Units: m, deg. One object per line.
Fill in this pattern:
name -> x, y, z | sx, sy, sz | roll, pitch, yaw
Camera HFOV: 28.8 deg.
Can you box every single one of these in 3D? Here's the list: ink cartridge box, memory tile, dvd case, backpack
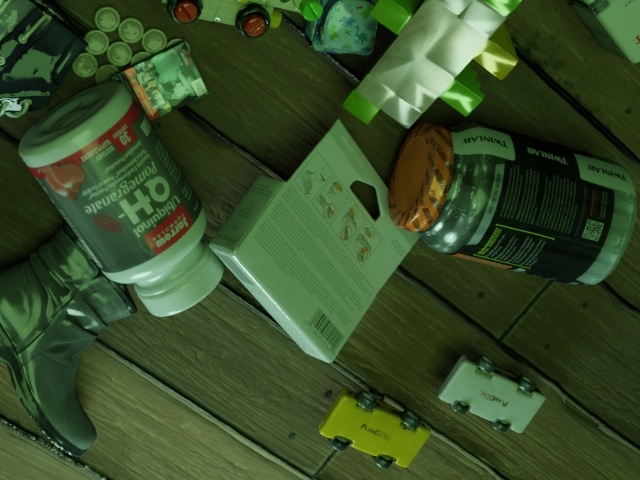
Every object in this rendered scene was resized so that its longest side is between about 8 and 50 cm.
ink cartridge box -> 0.000, 0.000, 1.887 | 0.261, 0.066, 0.296 | -54, 133, -17
memory tile -> -0.271, -0.261, 1.784 | 0.148, 0.012, 0.113 | 22, 105, -22
dvd case -> -0.232, -0.225, 1.794 | 0.119, 0.013, 0.087 | -26, 116, -1
backpack -> 0.038, -0.326, 1.794 | 0.105, 0.084, 0.114 | 4, 108, -18
ink cartridge box -> 0.442, -0.428, 1.835 | 0.197, 0.114, 0.273 | -42, 114, 4

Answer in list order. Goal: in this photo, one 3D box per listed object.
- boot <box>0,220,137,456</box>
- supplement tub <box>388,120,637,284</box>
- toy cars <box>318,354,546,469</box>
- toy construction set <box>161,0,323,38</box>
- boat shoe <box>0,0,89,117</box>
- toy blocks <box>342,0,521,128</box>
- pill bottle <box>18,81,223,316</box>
boot -> -0.367, 0.155, 1.877 | 0.222, 0.118, 0.338 | -31, 120, -6
supplement tub -> 0.288, -0.060, 1.895 | 0.337, 0.207, 0.207 | 14, 108, -19
toy cars -> 0.180, 0.272, 2.074 | 0.393, 0.087, 0.177 | -14, 119, -11
toy construction set -> -0.111, -0.397, 1.691 | 0.327, 0.151, 0.215 | 16, 121, -14
boat shoe -> -0.461, -0.199, 1.696 | 0.158, 0.127, 0.340 | 38, 98, -16
toy blocks -> 0.198, -0.334, 1.723 | 0.190, 0.381, 0.261 | 36, 57, -5
pill bottle -> -0.272, -0.051, 1.778 | 0.176, 0.176, 0.319 | -31, 115, 0
